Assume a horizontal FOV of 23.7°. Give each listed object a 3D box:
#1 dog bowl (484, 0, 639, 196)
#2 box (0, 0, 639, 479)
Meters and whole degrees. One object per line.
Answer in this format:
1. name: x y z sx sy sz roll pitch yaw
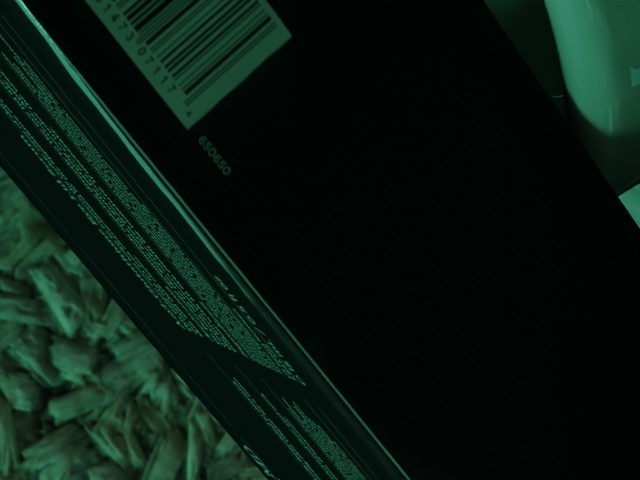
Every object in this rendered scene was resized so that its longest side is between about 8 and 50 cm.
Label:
1. dog bowl: 0.004 -0.145 0.476 0.349 0.102 0.349 43 166 14
2. box: 0.000 0.000 0.462 0.261 0.103 0.184 52 162 -20
